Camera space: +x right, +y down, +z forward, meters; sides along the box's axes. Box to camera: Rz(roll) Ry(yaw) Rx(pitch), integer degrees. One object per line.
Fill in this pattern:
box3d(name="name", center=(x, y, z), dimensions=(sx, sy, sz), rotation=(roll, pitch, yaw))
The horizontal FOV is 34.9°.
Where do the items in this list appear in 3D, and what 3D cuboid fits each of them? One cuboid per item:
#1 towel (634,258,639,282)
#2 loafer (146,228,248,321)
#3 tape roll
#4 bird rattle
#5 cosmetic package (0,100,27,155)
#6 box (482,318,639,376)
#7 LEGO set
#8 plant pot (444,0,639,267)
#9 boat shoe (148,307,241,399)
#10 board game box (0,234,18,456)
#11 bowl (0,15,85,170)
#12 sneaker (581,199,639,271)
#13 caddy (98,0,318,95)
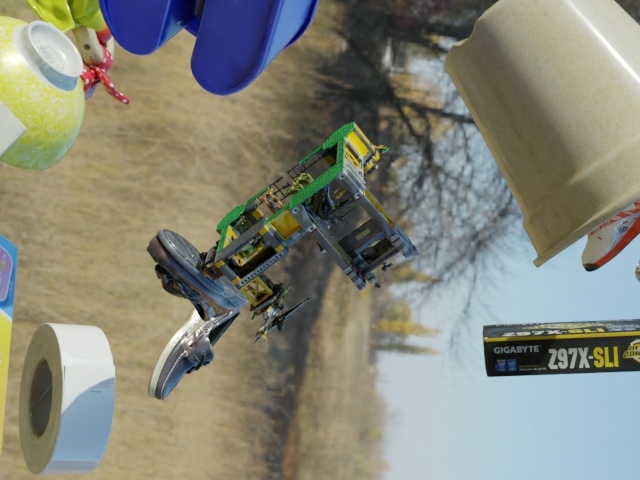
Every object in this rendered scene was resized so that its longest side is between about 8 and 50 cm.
box3d(name="towel", center=(0.808, 0.043, 2.142), dimensions=(0.053, 0.317, 0.331), rotation=(-23, -150, 52))
box3d(name="loafer", center=(-0.217, 0.074, 1.704), dimensions=(0.109, 0.095, 0.302), rotation=(54, 4, 26))
box3d(name="tape roll", center=(-0.482, 0.298, 1.917), dimensions=(0.286, 0.100, 0.286), rotation=(-20, -113, 56))
box3d(name="bird rattle", center=(-0.416, -0.381, 1.885), dimensions=(0.207, 0.143, 0.253), rotation=(-90, 160, -51))
box3d(name="cosmetic package", center=(-0.562, -0.080, 1.369), dimensions=(0.309, 0.160, 0.113), rotation=(-51, 120, -23))
box3d(name="box", center=(0.466, 0.197, 1.899), dimensions=(0.257, 0.322, 0.079), rotation=(-13, 99, -81))
box3d(name="LEGO set", center=(0.000, 0.000, 1.527), dimensions=(0.192, 0.331, 0.255), rotation=(49, 8, -18))
box3d(name="plant pot", center=(0.338, -0.181, 1.350), dimensions=(0.305, 0.334, 0.334), rotation=(56, -4, 9))
box3d(name="boat shoe", center=(-0.268, 0.228, 2.181), dimensions=(0.285, 0.092, 0.102), rotation=(-57, 168, -34))
box3d(name="board game box", center=(-0.508, 0.158, 1.291), dimensions=(0.064, 0.242, 0.316), rotation=(49, 25, -47))
box3d(name="bowl", center=(-0.495, -0.279, 1.717), dimensions=(0.156, 0.289, 0.289), rotation=(-35, -159, 24))
box3d(name="sneaker", center=(0.459, -0.063, 1.625), dimensions=(0.090, 0.145, 0.270), rotation=(-39, 169, -29))
box3d(name="caddy", center=(-0.113, -0.338, 1.172), dimensions=(0.179, 0.241, 0.341), rotation=(-61, 177, -41))
